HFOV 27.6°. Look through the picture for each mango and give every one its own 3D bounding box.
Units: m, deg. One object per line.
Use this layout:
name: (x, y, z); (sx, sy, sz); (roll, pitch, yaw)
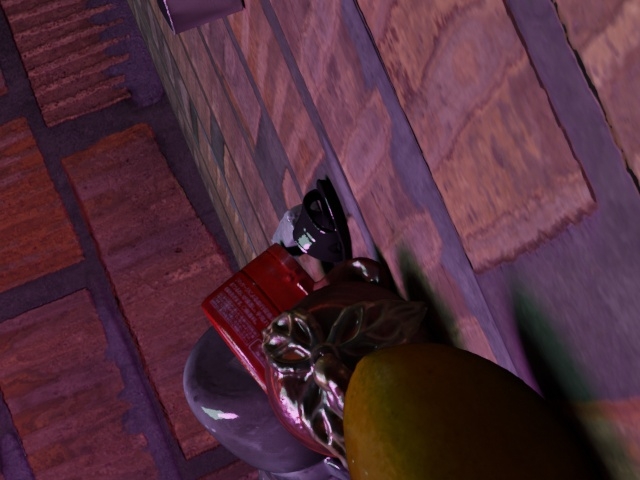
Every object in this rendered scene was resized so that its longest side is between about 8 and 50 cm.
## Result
mango: (0.103, 0.181, 0.795); (0.130, 0.167, 0.262); (115, 137, -61)

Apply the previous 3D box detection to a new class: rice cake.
rice cake: (-0.029, -0.008, 1.579); (0.245, 0.045, 0.042); (128, 119, -82)

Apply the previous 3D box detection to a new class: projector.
projector: (-0.139, -0.282, 1.408); (0.083, 0.082, 0.083); (-121, 12, -50)

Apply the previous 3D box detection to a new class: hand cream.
hand cream: (-0.043, 0.111, 1.569); (0.193, 0.125, 0.193); (52, 172, 10)

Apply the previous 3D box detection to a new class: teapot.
teapot: (-0.005, 0.242, 1.787); (0.223, 0.305, 0.285); (-69, -36, -43)

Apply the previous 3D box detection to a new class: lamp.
lamp: (0.024, 0.106, 1.131); (0.223, 0.151, 0.215); (81, 169, -68)

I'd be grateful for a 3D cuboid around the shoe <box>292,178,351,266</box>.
shoe: (0.000, 0.000, 1.379); (0.159, 0.053, 0.062); (74, 174, -57)
